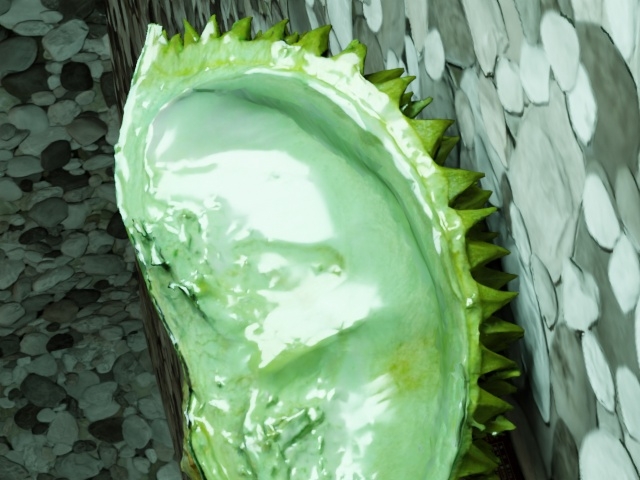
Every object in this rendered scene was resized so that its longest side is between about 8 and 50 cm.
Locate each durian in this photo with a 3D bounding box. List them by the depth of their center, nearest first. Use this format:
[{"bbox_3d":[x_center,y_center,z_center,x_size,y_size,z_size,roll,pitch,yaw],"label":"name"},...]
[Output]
[{"bbox_3d":[0.003,0.033,0.913,0.163,0.198,0.394,124,134,-70],"label":"durian"}]

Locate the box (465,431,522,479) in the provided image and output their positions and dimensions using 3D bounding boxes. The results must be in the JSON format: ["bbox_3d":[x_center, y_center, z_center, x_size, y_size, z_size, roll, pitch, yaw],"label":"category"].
[{"bbox_3d":[0.098,0.123,0.985,0.051,0.023,0.082,104,153,-64],"label":"box"}]

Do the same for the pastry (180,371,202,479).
[{"bbox_3d":[-0.008,0.115,1.132,0.093,0.182,0.193,-135,46,-76],"label":"pastry"}]
